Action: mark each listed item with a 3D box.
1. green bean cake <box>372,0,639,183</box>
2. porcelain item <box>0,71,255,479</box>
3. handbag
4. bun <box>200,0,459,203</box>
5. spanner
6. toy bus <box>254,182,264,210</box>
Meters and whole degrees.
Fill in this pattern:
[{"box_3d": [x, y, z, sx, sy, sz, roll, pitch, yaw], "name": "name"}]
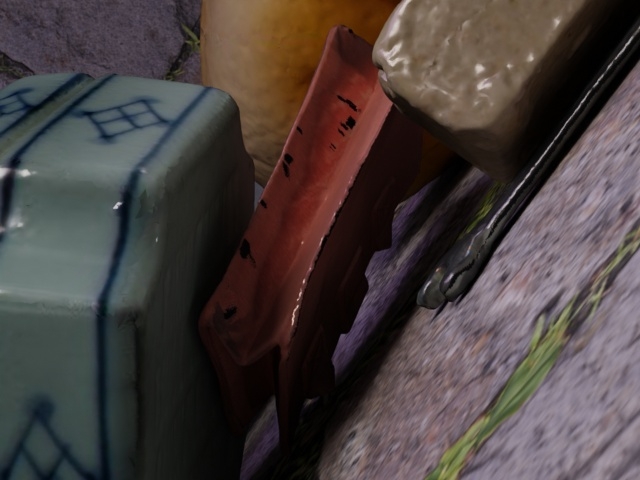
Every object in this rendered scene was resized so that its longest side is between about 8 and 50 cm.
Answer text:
[{"box_3d": [0.111, -0.127, 0.826, 0.179, 0.085, 0.109, -53, -18, 2], "name": "green bean cake"}, {"box_3d": [-0.134, 0.063, 0.878, 0.286, 0.157, 0.282, -63, -25, -67], "name": "porcelain item"}, {"box_3d": [0.000, 0.000, 0.916, 0.157, 0.059, 0.213, 86, -154, -60], "name": "handbag"}, {"box_3d": [0.058, -0.149, 1.097, 0.299, 0.164, 0.299, -41, -38, -42], "name": "bun"}, {"box_3d": [0.129, -0.066, 0.793, 0.254, 0.015, 0.054, -53, 6, 3], "name": "spanner"}, {"box_3d": [-0.160, 0.027, 1.201, 0.386, 0.162, 0.171, -25, -7, -44], "name": "toy bus"}]
